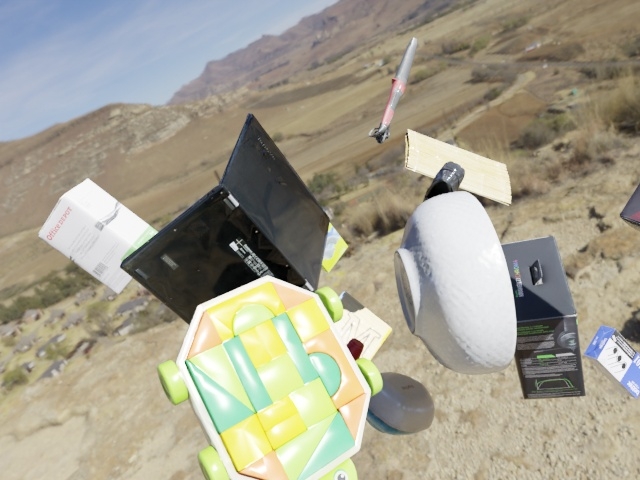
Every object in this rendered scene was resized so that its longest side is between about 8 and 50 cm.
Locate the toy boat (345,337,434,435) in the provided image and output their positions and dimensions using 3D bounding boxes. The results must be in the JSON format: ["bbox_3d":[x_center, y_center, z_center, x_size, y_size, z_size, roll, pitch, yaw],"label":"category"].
[{"bbox_3d":[0.153,0.409,1.401,0.318,0.268,0.148,37,103,38],"label":"toy boat"}]

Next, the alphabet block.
[{"bbox_3d":[0.080,0.316,1.680,0.193,0.197,0.192,-49,-8,-25],"label":"alphabet block"}]

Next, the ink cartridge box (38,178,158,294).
[{"bbox_3d":[-0.488,-0.007,1.167,0.160,0.219,0.092,-40,17,31],"label":"ink cartridge box"}]

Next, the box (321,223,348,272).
[{"bbox_3d":[0.000,0.000,1.543,0.042,0.178,0.109,19,66,47],"label":"box"}]

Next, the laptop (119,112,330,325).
[{"bbox_3d":[-0.184,-0.003,1.223,0.408,0.382,0.236,-39,35,-1],"label":"laptop"}]

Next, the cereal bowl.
[{"bbox_3d":[0.221,0.084,0.952,0.141,0.338,0.339,-12,20,0],"label":"cereal bowl"}]

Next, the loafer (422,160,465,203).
[{"bbox_3d":[0.279,-0.094,1.243,0.076,0.223,0.078,33,58,16],"label":"loafer"}]

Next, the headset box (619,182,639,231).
[{"bbox_3d":[0.518,-0.076,0.589,0.293,0.110,0.218,-62,31,9],"label":"headset box"}]

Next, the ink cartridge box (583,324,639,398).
[{"bbox_3d":[0.797,0.325,1.385,0.097,0.207,0.046,-54,22,-10],"label":"ink cartridge box"}]

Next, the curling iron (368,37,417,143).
[{"bbox_3d":[0.162,-0.331,1.135,0.068,0.035,0.273,-18,51,68],"label":"curling iron"}]

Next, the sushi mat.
[{"bbox_3d":[0.377,-0.200,1.421,0.019,0.317,0.151,120,165,-50],"label":"sushi mat"}]

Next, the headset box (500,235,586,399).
[{"bbox_3d":[0.481,0.163,1.146,0.131,0.283,0.246,-11,35,21],"label":"headset box"}]

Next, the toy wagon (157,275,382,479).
[{"bbox_3d":[-0.039,0.220,0.693,0.267,0.344,0.068,-23,-13,-28],"label":"toy wagon"}]
